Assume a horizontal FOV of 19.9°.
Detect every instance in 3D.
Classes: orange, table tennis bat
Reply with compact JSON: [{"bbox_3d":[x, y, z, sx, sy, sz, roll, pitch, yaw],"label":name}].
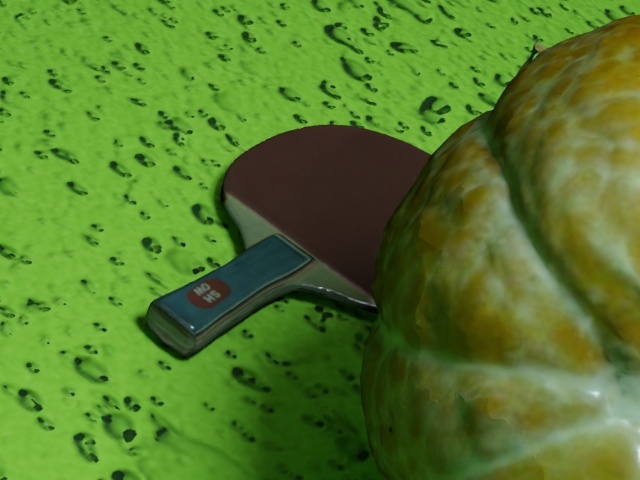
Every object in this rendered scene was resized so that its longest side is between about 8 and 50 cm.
[{"bbox_3d":[0.170,0.060,0.765,0.329,0.329,0.249,33,8,16],"label":"orange"},{"bbox_3d":[0.000,0.000,1.017,0.154,0.021,0.274,35,36,20],"label":"table tennis bat"}]
